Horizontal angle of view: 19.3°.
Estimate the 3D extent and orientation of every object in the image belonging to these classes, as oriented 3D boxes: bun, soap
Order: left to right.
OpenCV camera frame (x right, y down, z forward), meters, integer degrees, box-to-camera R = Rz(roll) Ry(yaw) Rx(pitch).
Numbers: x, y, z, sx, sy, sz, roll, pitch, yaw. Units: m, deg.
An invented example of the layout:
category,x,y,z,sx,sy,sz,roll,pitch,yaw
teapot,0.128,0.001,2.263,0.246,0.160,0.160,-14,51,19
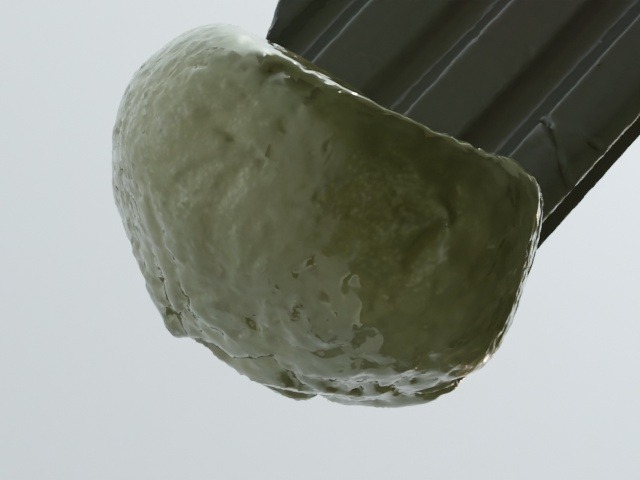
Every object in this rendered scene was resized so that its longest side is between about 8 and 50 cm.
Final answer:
category,x,y,z,sx,sy,sz,roll,pitch,yaw
bun,0.000,0.000,1.373,0.349,0.352,0.227,29,-93,-44
soap,0.132,-0.156,1.889,0.435,0.350,0.213,-49,-10,-18
